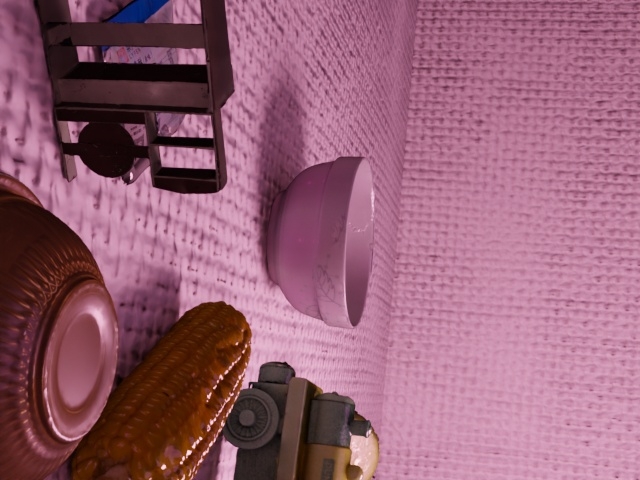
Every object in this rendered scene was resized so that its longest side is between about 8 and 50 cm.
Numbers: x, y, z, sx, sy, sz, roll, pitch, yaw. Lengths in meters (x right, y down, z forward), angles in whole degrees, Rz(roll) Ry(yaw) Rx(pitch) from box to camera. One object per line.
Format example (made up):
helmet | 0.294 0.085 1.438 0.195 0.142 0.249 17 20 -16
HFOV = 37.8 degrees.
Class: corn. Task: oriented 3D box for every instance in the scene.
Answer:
corn | -0.151 0.166 0.980 0.363 0.121 0.120 -62 153 -65

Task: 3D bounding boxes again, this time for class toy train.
toy train | -0.036 0.350 1.274 0.150 0.237 0.368 53 42 -68

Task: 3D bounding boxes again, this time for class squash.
squash | 0.000 0.376 1.567 0.260 0.189 0.189 23 72 -82

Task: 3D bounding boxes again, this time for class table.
table | -0.152 -0.134 0.799 0.062 0.146 0.175 -65 156 -59

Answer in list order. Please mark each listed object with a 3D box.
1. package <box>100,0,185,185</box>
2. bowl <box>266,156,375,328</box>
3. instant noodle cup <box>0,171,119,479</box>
package | -0.177 -0.169 0.963 0.171 0.027 0.173 -62 153 -54
bowl | 0.000 0.000 1.546 0.287 0.144 0.286 4 90 -77
instant noodle cup | -0.219 0.085 0.701 0.274 0.091 0.273 5 90 -78
